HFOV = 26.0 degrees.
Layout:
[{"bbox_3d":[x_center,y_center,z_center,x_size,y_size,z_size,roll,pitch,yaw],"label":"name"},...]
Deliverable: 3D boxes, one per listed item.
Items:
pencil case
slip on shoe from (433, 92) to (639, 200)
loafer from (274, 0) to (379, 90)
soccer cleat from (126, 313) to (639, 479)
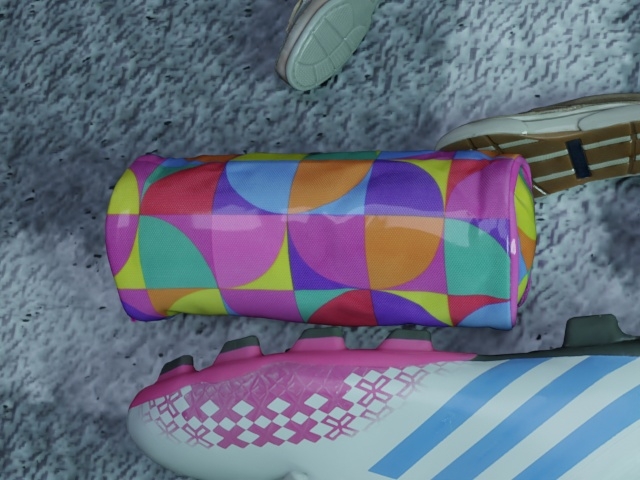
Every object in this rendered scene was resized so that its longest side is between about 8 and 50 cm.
[{"bbox_3d":[0.000,0.000,0.757,0.236,0.104,0.105,0,75,16],"label":"pencil case"},{"bbox_3d":[0.131,-0.056,0.769,0.135,0.051,0.041,-10,33,19],"label":"slip on shoe"},{"bbox_3d":[0.010,-0.143,0.824,0.039,0.045,0.125,28,76,36],"label":"loafer"},{"bbox_3d":[0.058,0.118,0.697,0.331,0.116,0.143,-6,74,12],"label":"soccer cleat"}]
